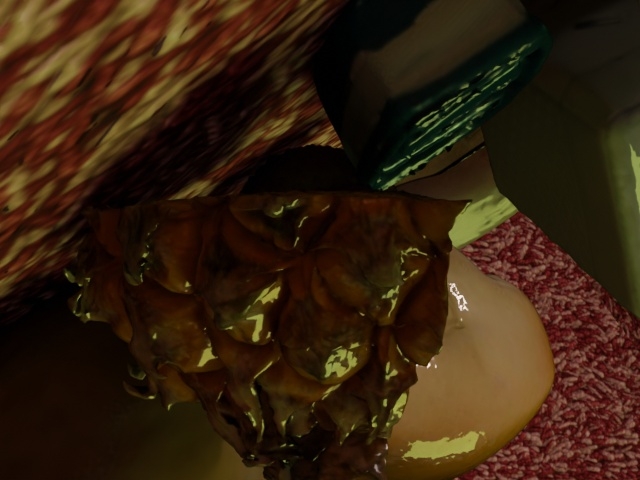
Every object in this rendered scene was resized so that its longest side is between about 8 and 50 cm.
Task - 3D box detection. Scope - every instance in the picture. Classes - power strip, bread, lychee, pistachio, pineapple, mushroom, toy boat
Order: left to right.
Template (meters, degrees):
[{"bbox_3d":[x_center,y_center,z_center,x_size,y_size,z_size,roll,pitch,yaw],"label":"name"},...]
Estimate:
[{"bbox_3d":[-0.111,0.113,0.674,0.162,0.181,0.293,-53,180,19],"label":"pistachio"},{"bbox_3d":[-0.040,0.055,0.540,0.139,0.164,0.250,3,-176,-14],"label":"pineapple"},{"bbox_3d":[0.000,0.000,0.763,0.114,0.114,0.146,-37,-150,39],"label":"lychee"},{"bbox_3d":[0.018,0.136,1.241,0.376,0.348,0.253,-39,-144,57],"label":"bread"},{"bbox_3d":[0.065,-0.006,1.502,0.407,0.137,0.154,-30,-140,3],"label":"mushroom"},{"bbox_3d":[0.046,-0.073,0.619,0.096,0.062,0.299,-36,177,-2],"label":"toy boat"},{"bbox_3d":[0.167,-0.082,0.697,0.140,0.139,0.224,-27,-145,-7],"label":"power strip"}]

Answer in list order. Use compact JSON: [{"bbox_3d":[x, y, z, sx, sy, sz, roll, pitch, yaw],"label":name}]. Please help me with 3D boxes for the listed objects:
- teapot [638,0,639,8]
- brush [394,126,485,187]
[{"bbox_3d":[0.205,-0.144,0.438,0.232,0.159,0.159,-37,177,35],"label":"teapot"},{"bbox_3d":[0.061,-0.070,1.003,0.327,0.070,0.065,-35,-172,19],"label":"brush"}]
